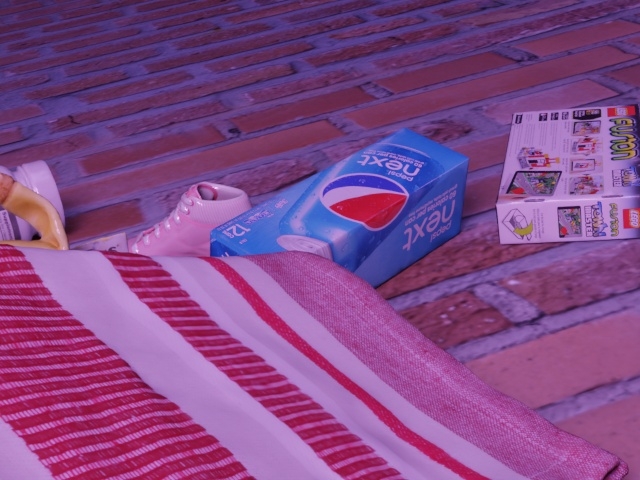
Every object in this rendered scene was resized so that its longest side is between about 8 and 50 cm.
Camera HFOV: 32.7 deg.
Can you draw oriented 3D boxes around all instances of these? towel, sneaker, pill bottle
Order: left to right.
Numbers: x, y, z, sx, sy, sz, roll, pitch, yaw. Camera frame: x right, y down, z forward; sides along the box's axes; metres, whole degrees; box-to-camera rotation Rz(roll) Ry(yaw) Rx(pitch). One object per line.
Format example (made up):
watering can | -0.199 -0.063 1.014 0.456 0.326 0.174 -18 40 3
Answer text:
pill bottle | -0.295 -0.020 0.937 0.137 0.078 0.078 -20 26 -22
sneaker | -0.112 -0.011 0.863 0.134 0.070 0.051 -6 26 10
towel | -0.031 0.061 0.457 0.237 0.037 0.329 34 17 32

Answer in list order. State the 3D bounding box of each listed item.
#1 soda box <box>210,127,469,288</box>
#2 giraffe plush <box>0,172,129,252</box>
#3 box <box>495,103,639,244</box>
soda box | 0.018 -0.006 0.784 0.067 0.071 0.210 29 42 31
giraffe plush | -0.165 0.087 0.560 0.210 0.181 0.170 -33 41 -10
box | 0.208 -0.059 0.890 0.114 0.036 0.207 -2 25 16
